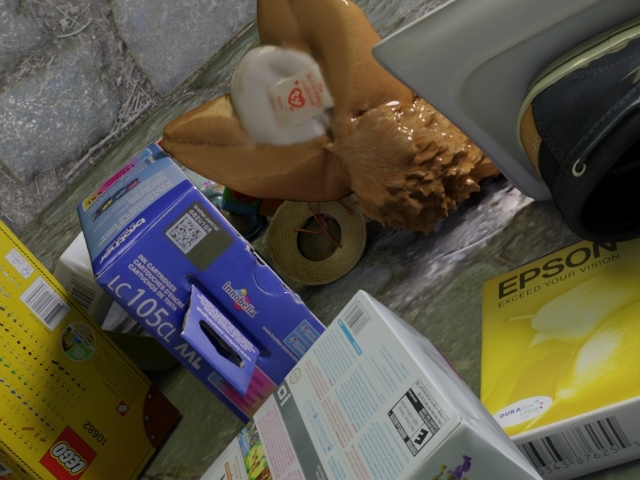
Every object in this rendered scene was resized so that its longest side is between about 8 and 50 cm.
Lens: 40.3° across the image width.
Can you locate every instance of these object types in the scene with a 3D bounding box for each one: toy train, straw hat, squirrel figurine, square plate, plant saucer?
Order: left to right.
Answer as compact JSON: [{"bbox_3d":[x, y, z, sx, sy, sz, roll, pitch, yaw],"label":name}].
[{"bbox_3d":[-0.306,0.159,1.250,0.188,0.188,0.045,-10,71,49],"label":"plant saucer"},{"bbox_3d":[-0.028,-0.051,1.287,0.143,0.248,0.105,111,165,-45],"label":"toy train"},{"bbox_3d":[0.000,0.000,1.195,0.144,0.144,0.061,-41,-18,-8],"label":"straw hat"},{"bbox_3d":[0.070,-0.162,1.142,0.281,0.397,0.370,-63,-17,17],"label":"squirrel figurine"},{"bbox_3d":[0.279,-0.155,0.795,0.344,0.347,0.049,-25,56,28],"label":"square plate"}]

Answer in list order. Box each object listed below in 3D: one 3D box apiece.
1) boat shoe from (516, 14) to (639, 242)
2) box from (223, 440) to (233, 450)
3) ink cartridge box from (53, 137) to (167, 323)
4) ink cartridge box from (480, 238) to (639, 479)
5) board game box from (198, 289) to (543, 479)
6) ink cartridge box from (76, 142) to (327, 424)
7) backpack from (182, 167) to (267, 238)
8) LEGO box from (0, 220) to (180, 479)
[{"bbox_3d":[0.374,-0.140,0.620,0.500,0.186,0.156,-27,43,31],"label":"boat shoe"},{"bbox_3d":[0.002,0.179,0.890,0.207,0.036,0.114,-41,23,-8],"label":"box"},{"bbox_3d":[-0.340,0.015,1.489,0.308,0.091,0.385,-54,4,45],"label":"ink cartridge box"},{"bbox_3d":[0.278,0.036,0.720,0.303,0.072,0.307,-27,27,25],"label":"ink cartridge box"},{"bbox_3d":[-0.003,0.215,0.671,0.303,0.097,0.224,-49,22,6],"label":"board game box"},{"bbox_3d":[-0.139,0.048,1.042,0.151,0.270,0.395,-44,23,-5],"label":"ink cartridge box"},{"bbox_3d":[-0.203,-0.047,1.488,0.188,0.144,0.166,-35,28,15],"label":"backpack"},{"bbox_3d":[-0.480,0.133,1.086,0.372,0.500,0.193,-15,31,43],"label":"LEGO box"}]
